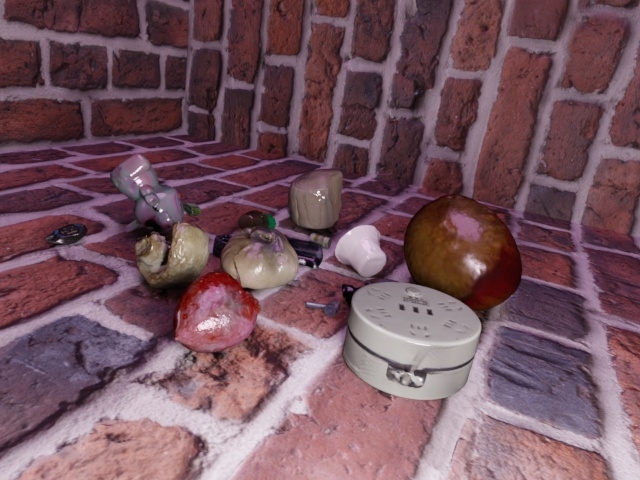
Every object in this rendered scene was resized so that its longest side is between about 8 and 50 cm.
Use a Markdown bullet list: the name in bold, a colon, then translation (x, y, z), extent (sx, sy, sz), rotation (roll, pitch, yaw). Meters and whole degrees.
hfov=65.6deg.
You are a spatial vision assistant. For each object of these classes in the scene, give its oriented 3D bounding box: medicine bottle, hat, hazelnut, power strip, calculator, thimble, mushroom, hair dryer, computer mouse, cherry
- **medicine bottle**: translation (0.000, 0.000, 2.037), extent (0.083, 0.047, 0.047), rotation (16, 21, 22)
- **hat**: translation (0.161, 0.053, 1.809), extent (0.203, 0.203, 0.126), rotation (-3, 42, -29)
- **hazelnut**: translation (0.480, 0.053, 1.683), extent (0.420, 0.353, 0.421), rotation (34, -5, 4)
- **power strip**: translation (0.229, 0.246, 1.268), extent (0.357, 0.162, 0.357), rotation (8, 20, -3)
- **calculator**: translation (-0.076, 0.042, 1.911), extent (0.176, 0.040, 0.268), rotation (10, 15, -3)
- **thimble**: translation (-0.339, 0.020, 1.815), extent (0.095, 0.066, 0.104), rotation (22, 21, 31)
- **mushroom**: translation (-0.440, 0.066, 1.503), extent (0.266, 0.164, 0.189), rotation (-19, -23, 28)
- **hair dryer**: translation (0.000, 0.197, 1.509), extent (0.114, 0.037, 0.063), rotation (7, 16, 17)
- **computer mouse**: translation (-0.872, -0.015, 1.714), extent (0.079, 0.047, 0.135), rotation (31, 40, 35)
- **cherry**: translation (-0.266, 0.182, 1.218), extent (0.175, 0.192, 0.249), rotation (-21, 9, 34)

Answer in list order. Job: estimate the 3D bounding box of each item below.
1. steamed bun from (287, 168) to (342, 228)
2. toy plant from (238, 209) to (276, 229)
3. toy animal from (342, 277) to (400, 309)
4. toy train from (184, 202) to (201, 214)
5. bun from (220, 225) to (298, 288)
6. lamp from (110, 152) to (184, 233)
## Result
- **steamed bun**: translation (-0.033, -0.202, 2.306), extent (0.236, 0.247, 0.384), rotation (1, 23, 12)
- **toy plant**: translation (-0.264, -0.070, 2.058), extent (0.142, 0.106, 0.200), rotation (1, -2, 21)
- **toy animal**: translation (0.229, 0.180, 1.566), extent (0.323, 0.091, 0.195), rotation (5, 24, 19)
- **toy train**: translation (-0.571, -0.141, 2.209), extent (0.056, 0.038, 0.093), rotation (-3, 22, -35)
- **bun**: translation (-0.203, 0.049, 1.644), extent (0.272, 0.169, 0.273), rotation (8, 27, -4)
- **lamp**: translation (-0.660, -0.150, 1.867), extent (0.247, 0.301, 0.247), rotation (-38, 12, -13)
